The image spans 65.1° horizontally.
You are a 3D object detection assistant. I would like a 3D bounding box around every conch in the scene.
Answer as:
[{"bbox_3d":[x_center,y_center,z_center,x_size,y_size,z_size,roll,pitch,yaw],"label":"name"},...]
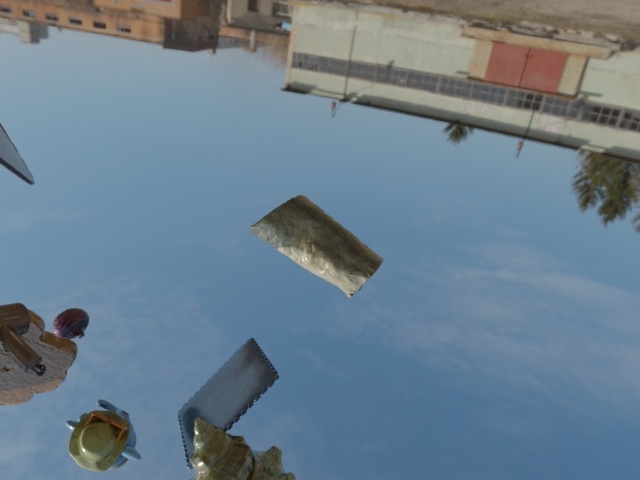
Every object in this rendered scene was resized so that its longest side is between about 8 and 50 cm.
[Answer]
[{"bbox_3d":[-0.129,0.483,0.974,0.203,0.386,0.170,-17,-147,38],"label":"conch"}]

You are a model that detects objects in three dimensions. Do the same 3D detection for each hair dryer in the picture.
[{"bbox_3d":[-0.552,0.182,0.890,0.181,0.064,0.117,32,-162,21],"label":"hair dryer"}]

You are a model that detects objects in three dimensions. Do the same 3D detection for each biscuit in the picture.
[{"bbox_3d":[-0.695,0.256,1.102,0.269,0.376,0.051,21,-142,-30],"label":"biscuit"}]

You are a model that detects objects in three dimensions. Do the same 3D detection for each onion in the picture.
[{"bbox_3d":[-0.778,0.267,1.569,0.104,0.115,0.115,43,-147,12],"label":"onion"}]

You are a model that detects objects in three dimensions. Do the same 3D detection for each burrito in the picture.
[{"bbox_3d":[-0.002,0.003,1.160,0.299,0.143,0.105,34,162,-2],"label":"burrito"}]

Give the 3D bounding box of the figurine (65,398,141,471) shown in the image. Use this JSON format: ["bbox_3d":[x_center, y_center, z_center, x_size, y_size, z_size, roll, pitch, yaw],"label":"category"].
[{"bbox_3d":[-0.552,0.504,1.277,0.153,0.262,0.180,-32,-92,-30],"label":"figurine"}]

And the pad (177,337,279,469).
[{"bbox_3d":[-0.223,0.360,1.163,0.012,0.270,0.269,48,169,-20],"label":"pad"}]

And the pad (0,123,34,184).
[{"bbox_3d":[-0.560,-0.234,0.771,0.018,0.284,0.286,-33,176,-12],"label":"pad"}]
